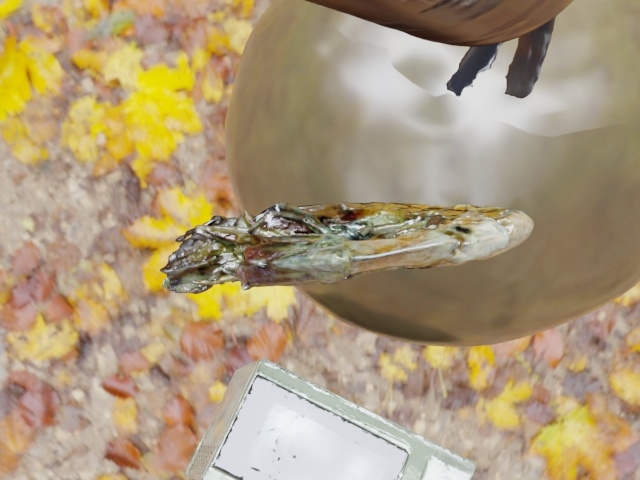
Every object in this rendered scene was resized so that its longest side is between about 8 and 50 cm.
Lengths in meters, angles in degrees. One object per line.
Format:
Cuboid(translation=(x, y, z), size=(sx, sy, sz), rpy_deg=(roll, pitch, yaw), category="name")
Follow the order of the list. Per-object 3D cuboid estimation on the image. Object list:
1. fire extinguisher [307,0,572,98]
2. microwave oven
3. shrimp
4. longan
Cuboid(translation=(0.011, -0.126, 0.434), size=(0.114, 0.337, 0.135), rpy_deg=(34, 108, 32), category="fire extinguisher")
Cuboid(translation=(0.001, 0.204, 1.101), size=(0.205, 0.163, 0.129), rpy_deg=(27, 75, -6), category="microwave oven")
Cuboid(translation=(0.000, 0.000, 0.506), size=(0.161, 0.091, 0.034), rpy_deg=(-6, 91, 23), category="shrimp")
Cuboid(translation=(0.109, -0.084, 0.967), size=(0.361, 0.361, 0.360), rpy_deg=(-1, 67, 2), category="longan")
